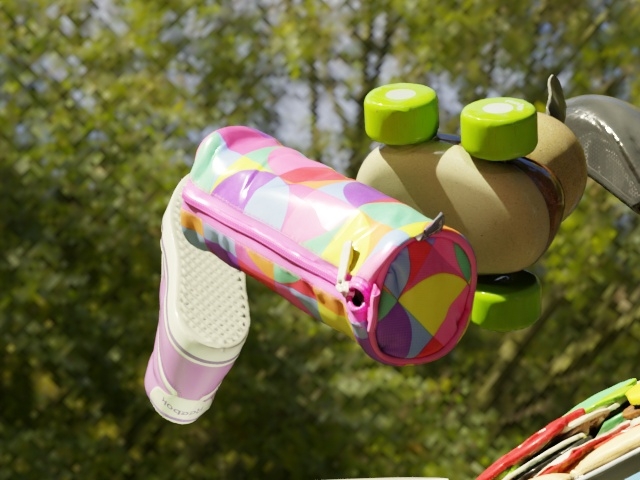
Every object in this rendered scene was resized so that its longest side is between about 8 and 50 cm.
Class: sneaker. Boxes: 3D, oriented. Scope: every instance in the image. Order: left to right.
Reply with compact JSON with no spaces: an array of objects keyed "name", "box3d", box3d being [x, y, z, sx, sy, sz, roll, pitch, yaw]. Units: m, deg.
[{"name":"sneaker","box3d":[-0.128,0.059,1.728,0.102,0.282,0.161,16,-50,-7]}]

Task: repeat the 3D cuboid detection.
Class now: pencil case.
[{"name":"pencil case","box3d":[0.000,0.000,1.132,0.236,0.104,0.104,28,-27,48]}]

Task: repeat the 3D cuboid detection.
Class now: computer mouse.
[{"name":"computer mouse","box3d":[0.316,-0.069,1.614,0.188,0.072,0.272,8,25,-46]}]

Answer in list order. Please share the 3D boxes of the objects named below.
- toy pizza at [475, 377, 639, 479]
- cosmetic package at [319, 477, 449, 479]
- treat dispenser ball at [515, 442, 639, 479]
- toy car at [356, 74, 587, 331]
[{"name":"toy pizza","box3d":[0.146,0.074,0.763,0.032,0.201,0.201,61,-25,8]},{"name":"cosmetic package","box3d":[-0.075,0.301,1.587,0.197,0.365,0.155,148,-61,-74]},{"name":"treat dispenser ball","box3d":[0.331,0.369,2.119,0.288,0.288,0.288,32,-27,19]},{"name":"toy car","box3d":[0.128,-0.048,1.233,0.149,0.188,0.155,12,-62,31]}]
